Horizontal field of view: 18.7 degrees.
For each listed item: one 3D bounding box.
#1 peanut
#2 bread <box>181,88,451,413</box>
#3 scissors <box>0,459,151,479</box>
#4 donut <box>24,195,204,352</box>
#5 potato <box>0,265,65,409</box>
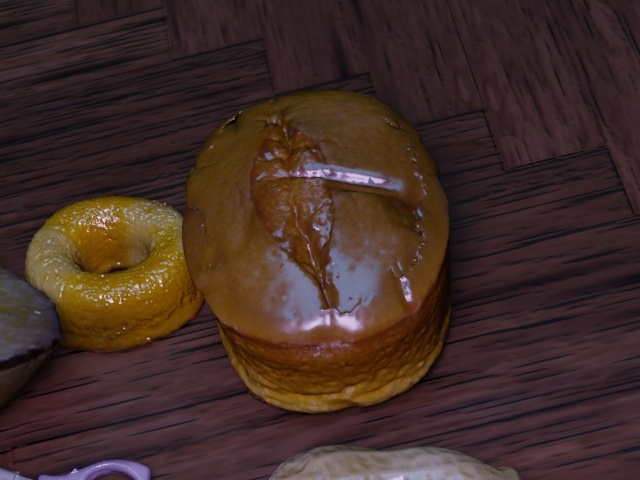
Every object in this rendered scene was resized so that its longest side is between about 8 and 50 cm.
[{"bbox_3d":[0.048,0.176,1.285,0.175,0.080,0.080,-2,44,10],"label":"peanut"},{"bbox_3d":[0.000,0.000,1.434,0.195,0.142,0.269,-11,41,3],"label":"bread"},{"bbox_3d":[-0.217,0.178,1.377,0.212,0.021,0.110,18,55,21],"label":"scissors"},{"bbox_3d":[-0.162,0.021,1.516,0.152,0.058,0.152,-6,44,6],"label":"donut"},{"bbox_3d":[-0.339,0.080,1.427,0.299,0.116,0.239,18,17,27],"label":"potato"}]
